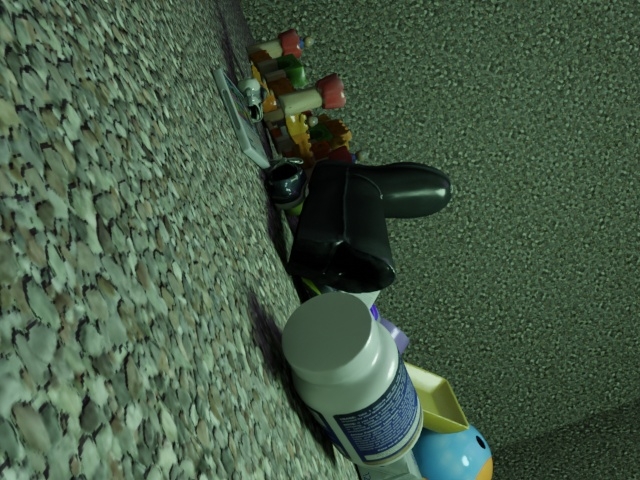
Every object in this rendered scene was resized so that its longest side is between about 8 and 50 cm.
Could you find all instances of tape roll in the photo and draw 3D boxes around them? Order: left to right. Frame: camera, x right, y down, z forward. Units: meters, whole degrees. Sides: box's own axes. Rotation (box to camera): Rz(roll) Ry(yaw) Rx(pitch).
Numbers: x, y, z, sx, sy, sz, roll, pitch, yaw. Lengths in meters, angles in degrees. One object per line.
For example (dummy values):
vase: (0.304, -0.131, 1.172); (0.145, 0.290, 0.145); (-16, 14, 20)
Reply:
tape roll: (0.222, 0.349, 2.163); (0.189, 0.080, 0.189); (32, -17, 11)

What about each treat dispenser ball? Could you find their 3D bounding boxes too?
treat dispenser ball: (0.419, 0.731, 1.961); (0.288, 0.288, 0.288); (-22, 90, -86)

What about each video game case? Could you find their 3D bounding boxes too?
video game case: (-0.170, -0.258, 1.300); (0.201, 0.023, 0.183); (25, 43, -82)

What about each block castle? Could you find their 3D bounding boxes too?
block castle: (-0.038, -0.380, 1.678); (0.453, 0.213, 0.303); (-120, -166, -50)

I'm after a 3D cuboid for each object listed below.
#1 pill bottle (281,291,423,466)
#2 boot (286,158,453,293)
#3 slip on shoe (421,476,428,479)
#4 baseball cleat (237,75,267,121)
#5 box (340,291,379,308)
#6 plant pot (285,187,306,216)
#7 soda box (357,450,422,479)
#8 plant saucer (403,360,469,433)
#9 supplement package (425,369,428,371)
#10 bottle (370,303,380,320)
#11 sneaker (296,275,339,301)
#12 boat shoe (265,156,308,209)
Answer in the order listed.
pill bottle: (0.048, 0.200, 0.848); (0.153, 0.153, 0.264); (-107, 174, -46)
boot: (0.131, -0.044, 1.313); (0.445, 0.367, 0.146); (-80, 172, -66)
slip on shoe: (0.260, 0.696, 1.418); (0.123, 0.101, 0.331); (-106, 174, -69)
baseball cleat: (-0.175, -0.353, 1.525); (0.206, 0.072, 0.109); (-43, 127, -83)
box: (0.102, 0.128, 1.585); (0.091, 0.170, 0.130); (30, -2, -2)
plant pot: (-0.068, -0.105, 1.511); (0.083, 0.083, 0.079); (-101, -179, -68)
soda box: (0.135, 0.436, 1.179); (0.286, 0.091, 0.098); (61, 8, -62)
plant saucer: (0.290, 0.503, 1.958); (0.333, 0.081, 0.333); (23, 13, -6)
supplement package: (0.350, 0.623, 2.222); (0.149, 0.203, 0.194); (-66, 135, -85)
bottle: (0.135, 0.255, 1.932); (0.283, 0.118, 0.092); (55, 13, -75)
sneaker: (0.018, 0.077, 1.310); (0.300, 0.121, 0.111); (-97, 164, -74)
boat shoe: (-0.084, -0.155, 1.421); (0.254, 0.095, 0.079); (-83, 164, -62)
